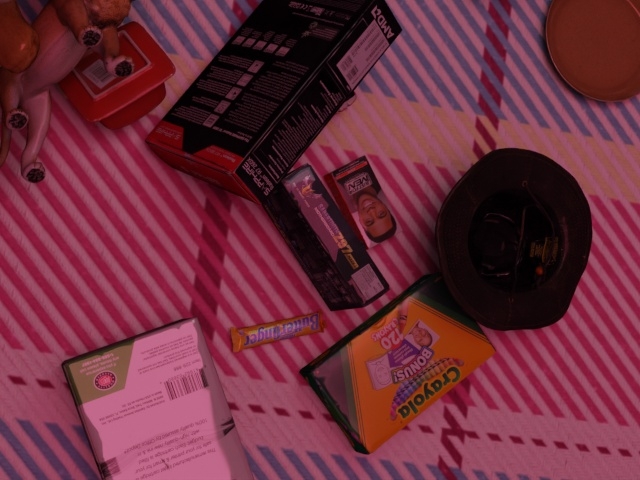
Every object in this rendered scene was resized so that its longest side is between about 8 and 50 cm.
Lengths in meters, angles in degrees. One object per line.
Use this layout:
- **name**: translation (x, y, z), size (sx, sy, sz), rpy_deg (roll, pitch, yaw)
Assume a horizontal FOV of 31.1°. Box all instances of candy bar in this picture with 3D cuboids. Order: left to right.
- **candy bar**: translation (-0.067, 0.145, 1.854), size (0.162, 0.018, 0.040), rpy_deg (-11, 88, -16)

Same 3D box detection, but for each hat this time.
- **hat**: translation (0.292, -0.004, 1.911), size (0.331, 0.134, 0.331), rpy_deg (-3, 95, -33)

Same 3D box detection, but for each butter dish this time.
- **butter dish**: translation (-0.306, -0.233, 1.775), size (0.160, 0.118, 0.160), rpy_deg (-33, 54, -11)

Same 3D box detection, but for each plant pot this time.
- **plant pot**: translation (0.504, -0.361, 2.057), size (0.236, 0.032, 0.236), rpy_deg (2, 84, -15)

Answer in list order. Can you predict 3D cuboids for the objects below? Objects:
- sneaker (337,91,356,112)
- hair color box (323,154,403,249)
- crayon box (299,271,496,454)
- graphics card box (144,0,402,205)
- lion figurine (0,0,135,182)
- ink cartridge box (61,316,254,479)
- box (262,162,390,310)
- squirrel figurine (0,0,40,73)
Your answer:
- **sneaker**: translation (-0.024, -0.228, 1.876), size (0.170, 0.063, 0.074), rpy_deg (-20, 97, -12)
- **hair color box**: translation (0.071, -0.061, 1.899), size (0.072, 0.043, 0.141), rpy_deg (-29, 94, -17)
- **crayon box**: translation (0.126, 0.197, 1.871), size (0.278, 0.081, 0.165), rpy_deg (-37, 95, -16)
- **graphics card box**: translation (-0.073, -0.242, 1.776), size (0.371, 0.233, 0.094), rpy_deg (-53, 133, -14)
- **lion figurine**: translation (-0.385, -0.273, 1.667), size (0.392, 0.240, 0.142), rpy_deg (-40, 137, 14)
- **ink cartridge box**: translation (-0.245, 0.285, 1.736), size (0.211, 0.121, 0.289), rpy_deg (-19, 90, -17)
- **box**: translation (0.000, 0.000, 1.800), size (0.059, 0.183, 0.232), rpy_deg (-34, 94, -17)
- **squirrel figurine**: translation (-0.515, -0.367, 1.559), size (0.281, 0.397, 0.370), rpy_deg (36, 86, -47)
